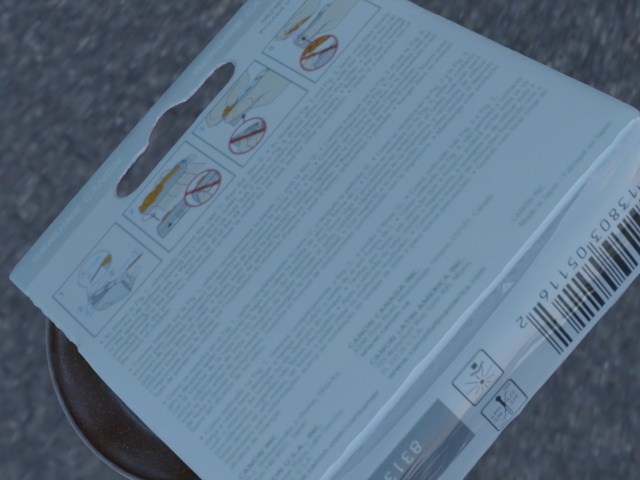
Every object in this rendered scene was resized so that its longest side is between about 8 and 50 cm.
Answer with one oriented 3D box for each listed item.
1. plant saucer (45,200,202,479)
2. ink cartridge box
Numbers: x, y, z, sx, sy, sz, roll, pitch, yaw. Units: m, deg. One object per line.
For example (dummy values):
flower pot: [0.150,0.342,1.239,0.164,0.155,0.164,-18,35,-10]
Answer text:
plant saucer: [-0.091,0.067,1.244,0.199,0.036,0.198,1,94,24]
ink cartridge box: [0.000,0.000,1.151,0.308,0.385,0.091,-49,127,-4]
